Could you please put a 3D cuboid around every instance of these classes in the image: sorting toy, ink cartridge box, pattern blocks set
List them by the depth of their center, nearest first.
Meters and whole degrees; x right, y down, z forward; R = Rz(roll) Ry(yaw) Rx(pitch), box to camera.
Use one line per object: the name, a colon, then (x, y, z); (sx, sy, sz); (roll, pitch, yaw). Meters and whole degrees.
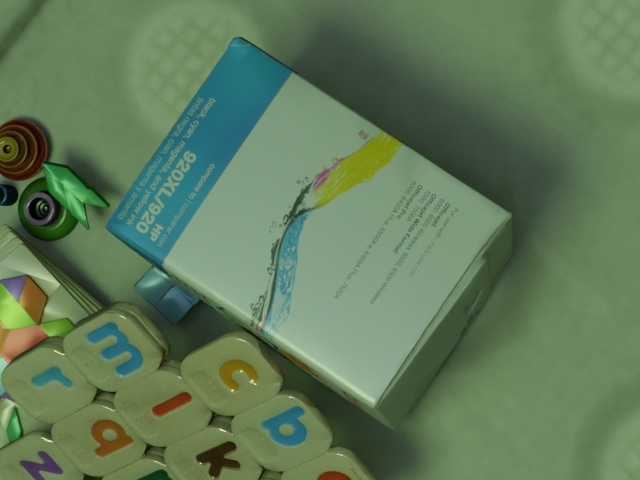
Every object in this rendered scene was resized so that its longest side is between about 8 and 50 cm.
ink cartridge box: (0.000, 0.000, 1.410); (0.233, 0.171, 0.168); (33, 85, 11)
pattern blocks set: (-0.251, 0.099, 1.521); (0.285, 0.026, 0.324); (33, 94, -4)
sorting toy: (-0.235, -0.045, 1.542); (0.061, 0.042, 0.102); (-27, 85, 12)

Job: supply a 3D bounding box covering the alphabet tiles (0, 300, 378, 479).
alphabet tiles: (-0.102, 0.172, 1.453); (0.278, 0.021, 0.284); (-29, 109, 35)
